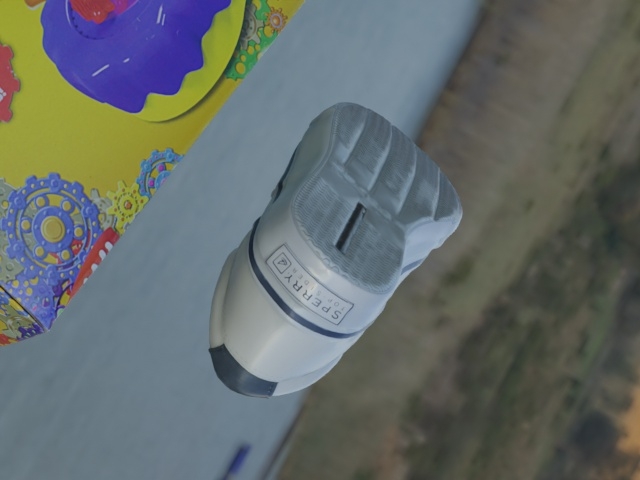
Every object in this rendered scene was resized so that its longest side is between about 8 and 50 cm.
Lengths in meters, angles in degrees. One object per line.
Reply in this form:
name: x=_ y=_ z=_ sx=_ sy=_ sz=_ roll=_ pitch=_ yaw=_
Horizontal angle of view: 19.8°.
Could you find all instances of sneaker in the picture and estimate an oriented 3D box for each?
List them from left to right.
sneaker: x=0.000 y=0.000 z=0.911 sx=0.091 sy=0.094 sz=0.258 roll=-45 pitch=179 yaw=21

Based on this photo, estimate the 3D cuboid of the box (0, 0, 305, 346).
box: x=-0.157 y=-0.102 z=0.804 sx=0.279 sy=0.177 sz=0.290 roll=-18 pitch=-148 yaw=56
